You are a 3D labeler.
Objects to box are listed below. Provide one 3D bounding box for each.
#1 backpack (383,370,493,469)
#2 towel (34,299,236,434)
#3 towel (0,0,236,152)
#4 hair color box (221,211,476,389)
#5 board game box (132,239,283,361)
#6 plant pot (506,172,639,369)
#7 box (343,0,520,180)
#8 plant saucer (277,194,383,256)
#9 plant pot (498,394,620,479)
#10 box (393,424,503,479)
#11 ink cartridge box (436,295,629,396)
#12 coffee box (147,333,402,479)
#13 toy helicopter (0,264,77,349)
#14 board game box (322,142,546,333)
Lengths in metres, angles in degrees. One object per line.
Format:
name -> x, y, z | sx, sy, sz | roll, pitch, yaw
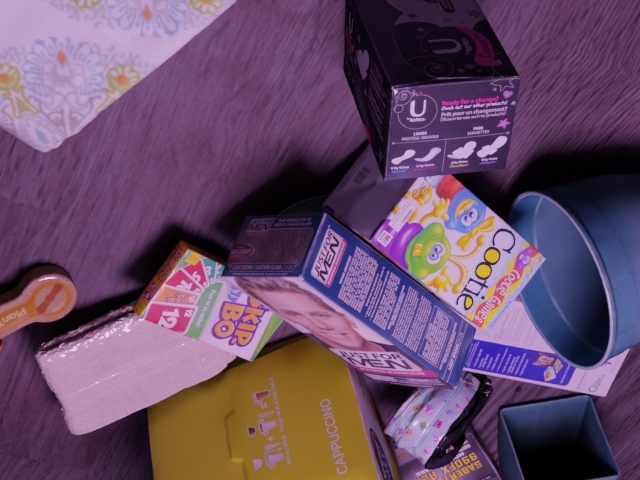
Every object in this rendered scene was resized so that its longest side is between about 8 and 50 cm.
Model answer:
backpack -> 0.188, 0.287, 2.073 | 0.115, 0.182, 0.152 | 30, 125, 17
towel -> -0.274, 0.170, 1.915 | 0.282, 0.049, 0.187 | -23, 131, -11
towel -> -0.322, -0.289, 1.492 | 0.374, 0.090, 0.320 | -34, 128, 23
hair color box -> 0.045, 0.090, 1.811 | 0.174, 0.105, 0.347 | -2, 149, 48
board game box -> -0.143, 0.096, 1.875 | 0.259, 0.039, 0.124 | 26, 104, -46
plant pot -> 0.450, 0.017, 1.867 | 0.255, 0.272, 0.272 | -20, 134, -17
box -> 0.132, -0.209, 1.584 | 0.163, 0.247, 0.142 | -6, 132, -9
plant saucer -> 0.000, 0.000, 1.872 | 0.195, 0.037, 0.195 | -7, 130, -8
plant pot -> 0.404, 0.417, 2.253 | 0.165, 0.165, 0.234 | -8, 139, -7
box -> 0.189, 0.417, 2.264 | 0.231, 0.056, 0.183 | -25, 131, 8
ink cartridge box -> 0.325, 0.147, 2.037 | 0.332, 0.065, 0.165 | 11, 127, -9
coffee box -> -0.051, 0.396, 1.998 | 0.338, 0.338, 0.334 | -20, 131, 4
toy helicopter -> -0.508, 0.151, 1.821 | 0.355, 0.140, 0.235 | -26, 126, -8
board game box -> 0.163, -0.011, 1.804 | 0.275, 0.142, 0.144 | 36, 91, -36
